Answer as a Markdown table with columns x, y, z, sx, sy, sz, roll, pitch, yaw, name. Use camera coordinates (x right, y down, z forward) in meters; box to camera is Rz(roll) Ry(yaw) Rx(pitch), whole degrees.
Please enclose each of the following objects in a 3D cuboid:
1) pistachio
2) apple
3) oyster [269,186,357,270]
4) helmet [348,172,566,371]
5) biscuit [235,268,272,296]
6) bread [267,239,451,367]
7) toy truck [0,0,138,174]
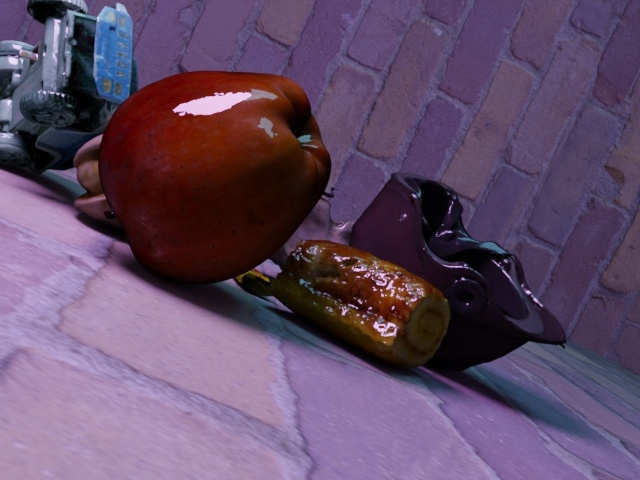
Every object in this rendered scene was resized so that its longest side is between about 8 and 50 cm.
| x | y | z | sx | sy | sz | roll | pitch | yaw | name |
| --- | --- | --- | --- | --- | --- | --- | --- | --- | --- |
| -0.211 | -0.070 | 1.066 | 0.144 | 0.144 | 0.215 | 26 | 8 | 20 | pistachio |
| -0.107 | -0.065 | 0.893 | 0.234 | 0.234 | 0.234 | 25 | 3 | -2 | apple |
| 0.006 | 0.002 | 1.278 | 0.198 | 0.133 | 0.337 | 0 | -16 | 34 | oyster |
| 0.150 | 0.065 | 1.154 | 0.305 | 0.177 | 0.225 | 53 | 19 | 14 | helmet |
| -0.114 | 0.024 | 1.173 | 0.048 | 0.026 | 0.292 | 31 | 1 | -22 | biscuit |
| 0.048 | 0.067 | 1.008 | 0.172 | 0.103 | 0.132 | 24 | -1 | 32 | bread |
| -0.315 | -0.183 | 1.108 | 0.156 | 0.154 | 0.279 | 10 | -19 | -36 | toy truck |
